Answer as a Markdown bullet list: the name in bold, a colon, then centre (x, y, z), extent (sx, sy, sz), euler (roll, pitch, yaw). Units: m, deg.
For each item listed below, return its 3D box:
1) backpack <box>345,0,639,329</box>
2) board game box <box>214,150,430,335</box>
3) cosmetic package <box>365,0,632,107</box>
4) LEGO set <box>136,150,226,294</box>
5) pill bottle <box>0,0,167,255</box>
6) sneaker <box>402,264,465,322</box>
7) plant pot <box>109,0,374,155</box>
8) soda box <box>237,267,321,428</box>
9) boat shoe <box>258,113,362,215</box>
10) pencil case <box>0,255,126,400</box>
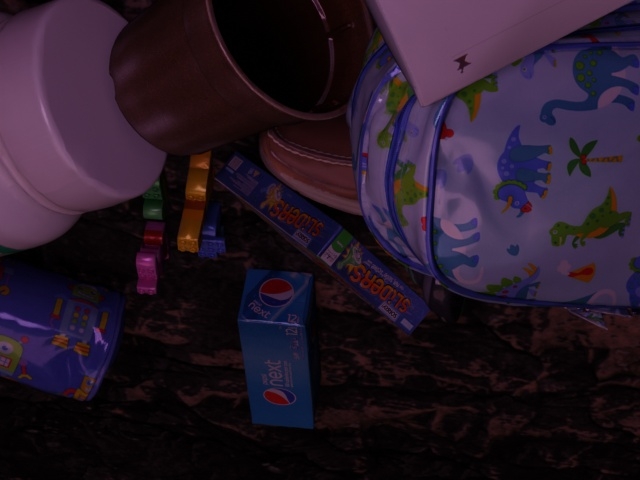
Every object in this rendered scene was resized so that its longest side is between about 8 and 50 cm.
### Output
- **backpack**: centre (0.196, -0.080, 1.199), extent (0.355, 0.273, 0.290), euler (9, 122, 4)
- **board game box**: centre (0.000, 0.000, 1.462), extent (0.136, 0.035, 0.201), euler (41, 177, -36)
- **cosmetic package**: centre (0.172, -0.279, 0.975), extent (0.377, 0.097, 0.284), euler (-27, 136, 2)
- **LEGO set**: centre (-0.137, -0.019, 1.524), extent (0.087, 0.093, 0.227), euler (4, 144, 6)
- **pill bottle**: centre (-0.322, -0.077, 1.389), extent (0.361, 0.204, 0.204), euler (-15, 138, 30)
- **sneaker**: centre (0.086, 0.011, 1.430), extent (0.098, 0.224, 0.083), euler (10, 106, 6)
- **plant pot**: centre (-0.071, -0.149, 1.288), extent (0.167, 0.167, 0.165), euler (32, 146, -29)
- **soda box**: centre (-0.041, 0.116, 1.712), extent (0.071, 0.067, 0.210), euler (5, 144, 6)
- **boat shoe**: centre (0.112, -0.092, 1.363), extent (0.324, 0.123, 0.116), euler (3, 141, -8)
- **pencil case**: centre (-0.357, 0.076, 1.676), extent (0.306, 0.119, 0.133), euler (16, 120, -10)
